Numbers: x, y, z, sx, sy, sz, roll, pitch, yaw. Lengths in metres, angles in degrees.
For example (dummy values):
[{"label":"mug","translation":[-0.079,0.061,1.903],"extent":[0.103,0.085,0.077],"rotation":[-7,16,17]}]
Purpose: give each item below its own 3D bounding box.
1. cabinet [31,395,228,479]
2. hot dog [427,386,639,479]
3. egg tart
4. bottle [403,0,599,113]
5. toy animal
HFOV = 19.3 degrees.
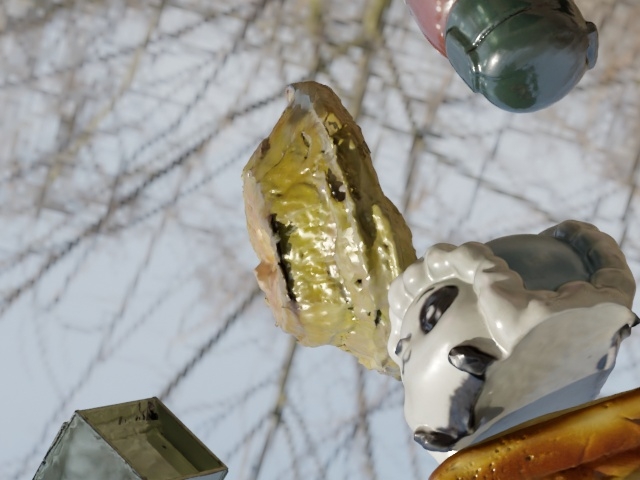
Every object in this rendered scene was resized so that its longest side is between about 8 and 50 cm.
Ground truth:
[{"label":"cabinet","translation":[-0.240,0.303,2.153],"extent":[0.150,0.206,0.145],"rotation":[41,-157,26]},{"label":"hot dog","translation":[0.202,0.184,1.488],"extent":[0.249,0.100,0.068],"rotation":[-18,155,3]},{"label":"egg tart","translation":[0.000,0.000,2.035],"extent":[0.150,0.352,0.352],"rotation":[-18,-155,-11]},{"label":"bottle","translation":[0.126,-0.247,1.594],"extent":[0.144,0.144,0.336],"rotation":[7,-141,-32]},{"label":"toy animal","translation":[0.149,0.074,1.541],"extent":[0.204,0.208,0.156],"rotation":[-8,-132,-26]}]
